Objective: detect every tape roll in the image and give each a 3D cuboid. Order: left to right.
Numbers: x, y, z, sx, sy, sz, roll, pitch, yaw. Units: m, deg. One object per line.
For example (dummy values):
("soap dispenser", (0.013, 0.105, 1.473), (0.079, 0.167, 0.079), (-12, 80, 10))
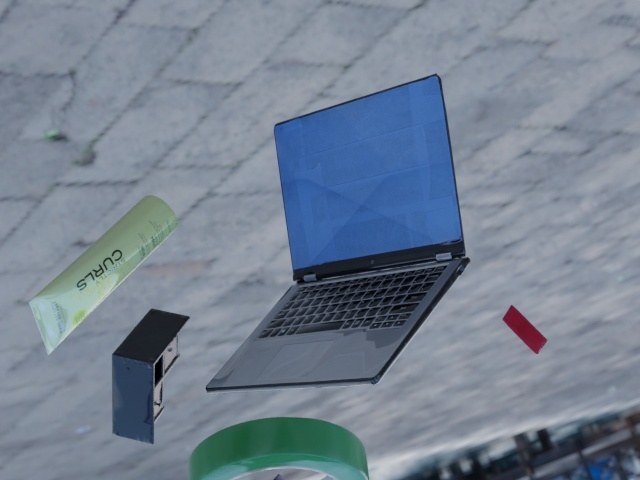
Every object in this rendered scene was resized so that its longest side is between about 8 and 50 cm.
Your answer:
("tape roll", (-0.074, 0.424, 2.192), (0.321, 0.077, 0.321), (-3, 141, -3))

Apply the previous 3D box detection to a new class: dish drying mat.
("dish drying mat", (0.318, 0.139, 1.930), (0.008, 0.083, 0.032), (-3, 130, -44))

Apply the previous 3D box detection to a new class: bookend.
("bookend", (-0.276, 0.220, 2.023), (0.072, 0.157, 0.156), (11, -153, 12))

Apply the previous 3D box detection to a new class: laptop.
("laptop", (0.000, 0.000, 1.826), (0.382, 0.236, 0.408), (-11, -150, 48))

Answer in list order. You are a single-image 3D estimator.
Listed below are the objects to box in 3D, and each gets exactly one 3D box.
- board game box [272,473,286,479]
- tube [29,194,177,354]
("board game box", (0.003, 0.490, 1.582), (0.208, 0.347, 0.056), (-47, 179, 16))
("tube", (-0.274, 0.036, 1.562), (0.062, 0.070, 0.240), (-25, -163, 51))
